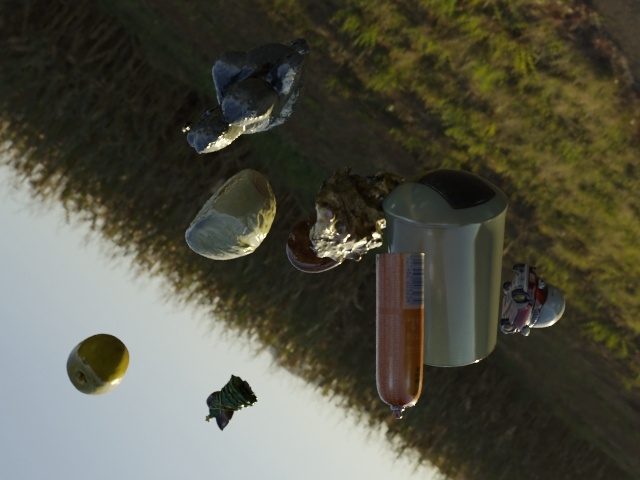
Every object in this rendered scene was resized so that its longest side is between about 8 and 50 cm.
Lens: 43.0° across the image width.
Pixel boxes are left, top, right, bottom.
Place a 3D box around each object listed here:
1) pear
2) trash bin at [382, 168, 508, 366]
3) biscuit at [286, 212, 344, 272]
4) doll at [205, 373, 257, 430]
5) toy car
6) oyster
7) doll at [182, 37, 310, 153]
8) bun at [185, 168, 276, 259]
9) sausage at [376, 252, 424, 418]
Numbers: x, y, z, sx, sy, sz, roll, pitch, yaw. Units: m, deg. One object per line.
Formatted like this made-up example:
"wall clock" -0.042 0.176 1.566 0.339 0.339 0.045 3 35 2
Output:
"pear" -0.553 0.307 2.021 0.149 0.148 0.162 38 -152 0
"trash bin" 0.290 0.047 1.888 0.280 0.281 0.431 32 132 53
"biscuit" 0.000 0.000 2.256 0.212 0.212 0.036 34 161 41
"doll" -0.188 0.318 1.607 0.078 0.113 0.076 55 172 32
"toy car" 0.405 0.115 1.534 0.112 0.112 0.139 13 141 4
"oyster" 0.084 -0.060 1.956 0.115 0.237 0.351 12 -175 32
"doll" -0.129 -0.257 1.368 0.158 0.246 0.340 51 -153 -3
"bun" -0.194 -0.042 1.831 0.153 0.244 0.244 47 174 -10
"sausage" 0.150 0.179 1.530 0.093 0.311 0.093 0 178 0
